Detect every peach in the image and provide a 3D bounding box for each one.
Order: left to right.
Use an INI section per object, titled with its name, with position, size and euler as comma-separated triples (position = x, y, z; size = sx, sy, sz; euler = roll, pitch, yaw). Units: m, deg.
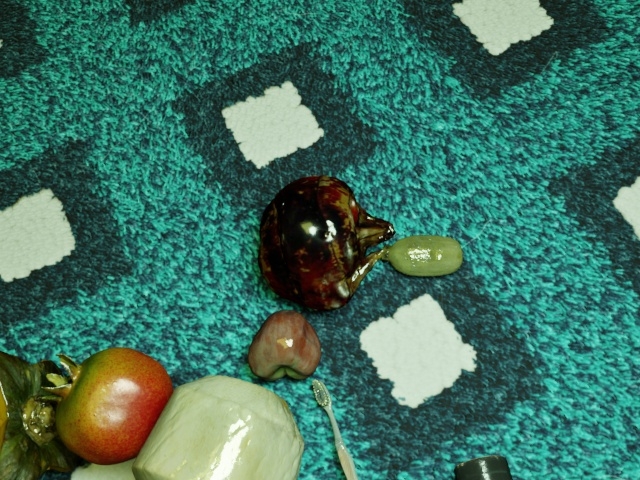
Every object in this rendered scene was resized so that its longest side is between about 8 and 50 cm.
[peach]
position = -0.071, 0.215, 1.343
size = 0.152, 0.152, 0.152
euler = -1, 67, 2

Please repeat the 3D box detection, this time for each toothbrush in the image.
[toothbrush]
position = 0.053, 0.436, 1.254
size = 0.028, 0.037, 0.375
euler = -28, 57, 8

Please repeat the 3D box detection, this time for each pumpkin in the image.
[pumpkin]
position = -0.557, 0.348, 1.236
size = 0.095, 0.258, 0.290
euler = -23, 68, 10

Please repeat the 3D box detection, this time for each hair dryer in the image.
[hair dryer]
position = 0.199, 0.536, 1.205
size = 0.352, 0.107, 0.189
euler = -16, 55, 7

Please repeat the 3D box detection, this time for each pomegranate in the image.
[pomegranate]
position = -0.411, 0.307, 1.253
size = 0.256, 0.221, 0.221
euler = 39, 69, -21

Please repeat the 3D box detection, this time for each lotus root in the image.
[lotus root]
position = 0.220, 0.033, 1.429
size = 0.183, 0.077, 0.090
euler = 3, 66, 2

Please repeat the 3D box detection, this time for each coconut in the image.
[coconut]
position = -0.186, 0.415, 1.168
size = 0.328, 0.329, 0.329
euler = -1, 67, 2

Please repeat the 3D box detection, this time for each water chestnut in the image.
[water chestnut]
position = 0.000, 0.000, 1.368
size = 0.244, 0.289, 0.289
euler = 20, 65, -24
